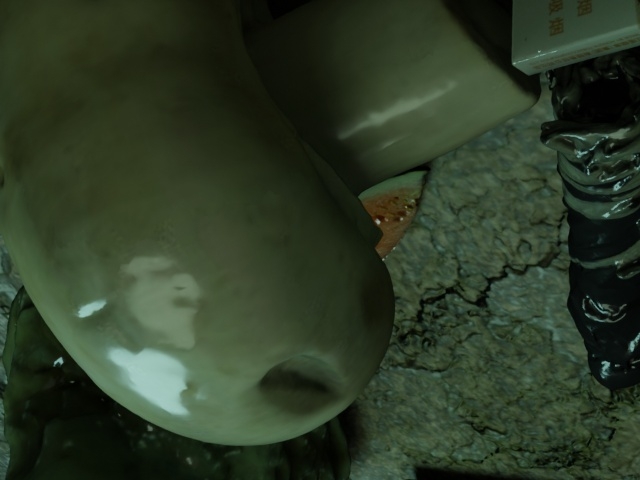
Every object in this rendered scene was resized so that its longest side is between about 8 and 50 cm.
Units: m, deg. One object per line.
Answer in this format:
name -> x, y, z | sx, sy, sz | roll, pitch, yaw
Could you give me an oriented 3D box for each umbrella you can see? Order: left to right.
umbrella -> 0.218, -0.002, 0.957 | 0.106, 0.113, 0.358 | -2, 145, 13

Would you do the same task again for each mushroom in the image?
mushroom -> -0.073, -0.059, 0.882 | 0.325, 0.353, 0.353 | 25, 146, -24

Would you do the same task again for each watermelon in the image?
watermelon -> 0.002, -0.004, 1.122 | 0.119, 0.063, 0.245 | 14, 141, -15

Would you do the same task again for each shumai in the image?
shumai -> -0.177, 0.237, 1.298 | 0.324, 0.323, 0.397 | -3, 135, 30

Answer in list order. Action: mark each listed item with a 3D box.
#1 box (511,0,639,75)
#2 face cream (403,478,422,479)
box -> 0.201, -0.171, 0.741 | 0.220, 0.122, 0.032 | -11, 157, 41
face cream -> 0.193, 0.281, 1.338 | 0.250, 0.077, 0.077 | 1, 138, 27
